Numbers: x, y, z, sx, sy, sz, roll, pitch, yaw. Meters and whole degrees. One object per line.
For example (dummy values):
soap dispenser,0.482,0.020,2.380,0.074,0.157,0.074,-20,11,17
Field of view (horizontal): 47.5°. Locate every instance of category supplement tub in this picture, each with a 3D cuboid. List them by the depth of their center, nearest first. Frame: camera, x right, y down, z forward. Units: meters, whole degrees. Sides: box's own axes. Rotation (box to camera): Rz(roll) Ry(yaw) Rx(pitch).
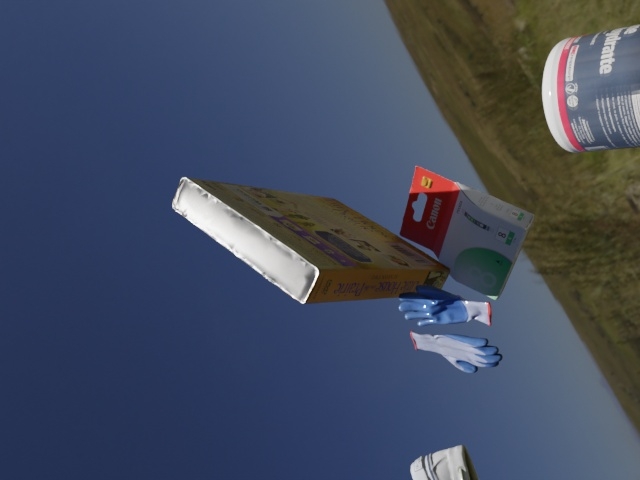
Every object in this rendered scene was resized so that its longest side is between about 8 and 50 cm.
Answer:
supplement tub,0.506,-0.240,1.133,0.191,0.272,0.191,1,-91,-48

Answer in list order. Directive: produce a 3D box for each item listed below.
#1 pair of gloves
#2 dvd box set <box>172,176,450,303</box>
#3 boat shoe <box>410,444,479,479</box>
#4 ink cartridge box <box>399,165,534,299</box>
pair of gloves,0.213,0.150,1.193,0.023,0.159,0.198,-58,-37,-38
dvd box set,0.000,0.000,1.232,0.307,0.062,0.420,33,-163,30
boat shoe,0.182,0.343,0.818,0.226,0.075,0.083,63,-165,9
ink cartridge box,0.247,-0.013,1.307,0.224,0.181,0.056,24,-134,16
